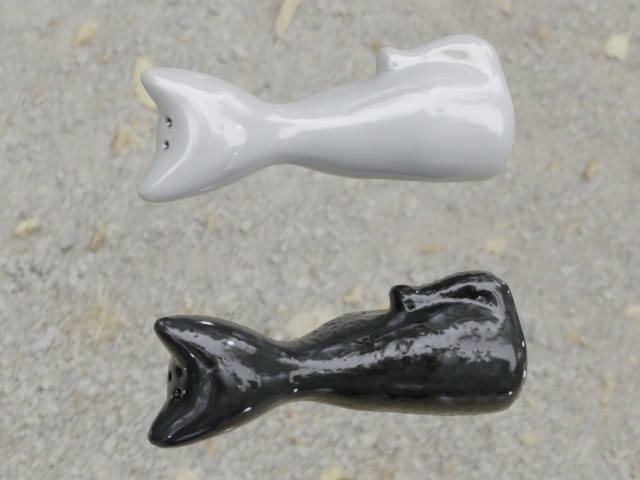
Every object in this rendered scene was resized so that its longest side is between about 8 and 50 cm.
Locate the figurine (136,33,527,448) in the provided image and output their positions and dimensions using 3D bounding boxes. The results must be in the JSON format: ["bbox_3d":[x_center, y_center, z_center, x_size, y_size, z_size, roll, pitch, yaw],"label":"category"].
[{"bbox_3d":[0.000,0.000,0.806,0.210,0.092,0.214,-6,97,-24],"label":"figurine"}]
